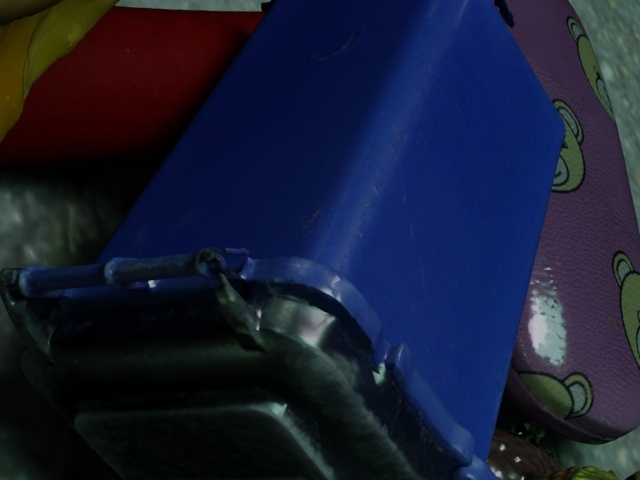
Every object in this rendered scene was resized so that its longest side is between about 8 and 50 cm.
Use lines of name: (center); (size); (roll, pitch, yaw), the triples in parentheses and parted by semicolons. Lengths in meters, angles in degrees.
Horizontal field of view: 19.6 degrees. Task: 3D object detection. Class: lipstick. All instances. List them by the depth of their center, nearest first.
lipstick: (-0.088, -0.068, 0.819); (0.241, 0.080, 0.080); (-5, 69, -51)

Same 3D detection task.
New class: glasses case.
glasses case: (0.121, -0.035, 1.043); (0.123, 0.076, 0.316); (25, 46, -40)

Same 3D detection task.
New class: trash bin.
trash bin: (0.000, 0.000, 0.751); (0.184, 0.162, 0.234); (54, 45, -35)

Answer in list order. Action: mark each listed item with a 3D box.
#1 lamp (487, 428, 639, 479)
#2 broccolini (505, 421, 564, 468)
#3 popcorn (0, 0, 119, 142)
lamp: (0.079, 0.148, 0.811); (0.156, 0.135, 0.157); (54, 38, -6)
broccolini: (0.171, 0.186, 0.967); (0.254, 0.057, 0.071); (39, 83, -20)
popcorn: (-0.163, -0.199, 0.584); (0.382, 0.349, 0.349); (90, -19, -73)
